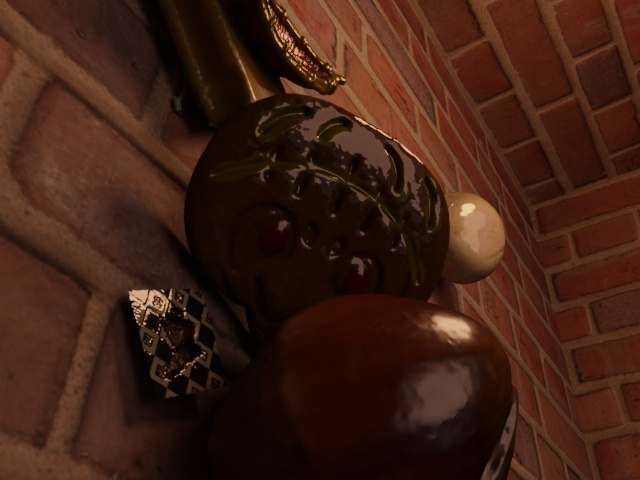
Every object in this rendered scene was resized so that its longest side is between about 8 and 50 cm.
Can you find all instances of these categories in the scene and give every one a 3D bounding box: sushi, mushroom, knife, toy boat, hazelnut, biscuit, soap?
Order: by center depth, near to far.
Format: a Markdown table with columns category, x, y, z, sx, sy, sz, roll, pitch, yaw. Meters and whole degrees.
| category | x | y | z | sx | sy | sz | roll | pitch | yaw |
| --- | --- | --- | --- | --- | --- | --- | --- | --- | --- |
| hazelnut | 0.058 | 0.224 | 0.726 | 0.372 | 0.372 | 0.315 | 44 | 7 | -41 |
| sushi | -0.169 | 0.117 | 0.729 | 0.120 | 0.026 | 0.126 | 7 | 60 | -58 |
| biscuit | 0.003 | 0.002 | 0.865 | 0.394 | 0.070 | 0.350 | 20 | 92 | -26 |
| knife | -0.202 | -0.257 | 0.945 | 0.078 | 0.022 | 0.166 | 15 | 59 | -65 |
| soap | -0.156 | -0.326 | 0.979 | 0.199 | 0.091 | 0.315 | -14 | 84 | -74 |
| toy boat | -0.053 | -0.321 | 0.981 | 0.318 | 0.099 | 0.141 | 49 | 25 | -56 |
| mushroom | 0.361 | -0.007 | 1.669 | 0.246 | 0.202 | 0.246 | 2 | 84 | -19 |
